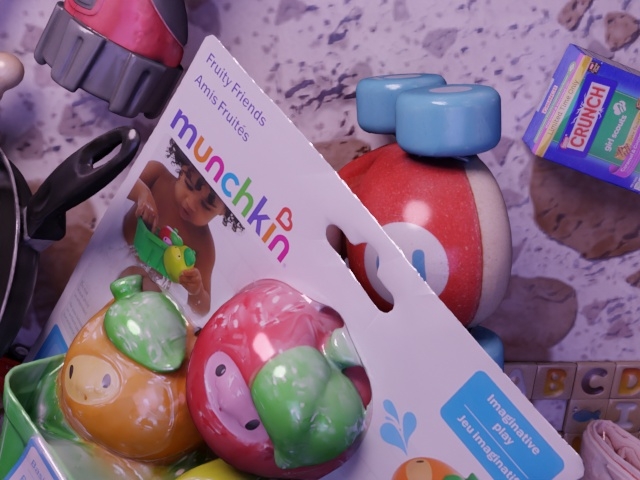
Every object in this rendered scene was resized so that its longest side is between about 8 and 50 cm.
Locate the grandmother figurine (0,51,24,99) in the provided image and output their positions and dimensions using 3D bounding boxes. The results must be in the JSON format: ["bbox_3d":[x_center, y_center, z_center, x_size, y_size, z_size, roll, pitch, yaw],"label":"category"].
[{"bbox_3d":[-0.323,-0.138,0.684,0.208,0.104,0.342,25,106,-8],"label":"grandmother figurine"}]

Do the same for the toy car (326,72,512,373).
[{"bbox_3d":[0.000,0.000,0.716,0.238,0.210,0.219,-7,105,-11],"label":"toy car"}]

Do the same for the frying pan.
[{"bbox_3d":[-0.227,-0.021,0.695,0.053,0.197,0.326,16,128,-45],"label":"frying pan"}]

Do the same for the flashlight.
[{"bbox_3d":[-0.091,-0.236,0.677,0.103,0.103,0.304,28,103,-14],"label":"flashlight"}]

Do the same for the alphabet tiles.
[{"bbox_3d":[0.276,0.207,0.965,0.237,0.009,0.198,1,113,-8],"label":"alphabet tiles"}]

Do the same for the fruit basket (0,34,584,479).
[{"bbox_3d":[-0.067,0.113,0.594,0.165,0.327,0.353,-16,150,-47],"label":"fruit basket"}]

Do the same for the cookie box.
[{"bbox_3d":[0.238,-0.100,0.807,0.107,0.040,0.092,18,111,-14],"label":"cookie box"}]

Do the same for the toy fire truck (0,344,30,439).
[{"bbox_3d":[-0.276,0.131,0.786,0.192,0.135,0.047,24,108,-18],"label":"toy fire truck"}]

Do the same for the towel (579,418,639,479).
[{"bbox_3d":[0.322,0.380,0.874,0.053,0.317,0.332,-11,119,-19],"label":"towel"}]
